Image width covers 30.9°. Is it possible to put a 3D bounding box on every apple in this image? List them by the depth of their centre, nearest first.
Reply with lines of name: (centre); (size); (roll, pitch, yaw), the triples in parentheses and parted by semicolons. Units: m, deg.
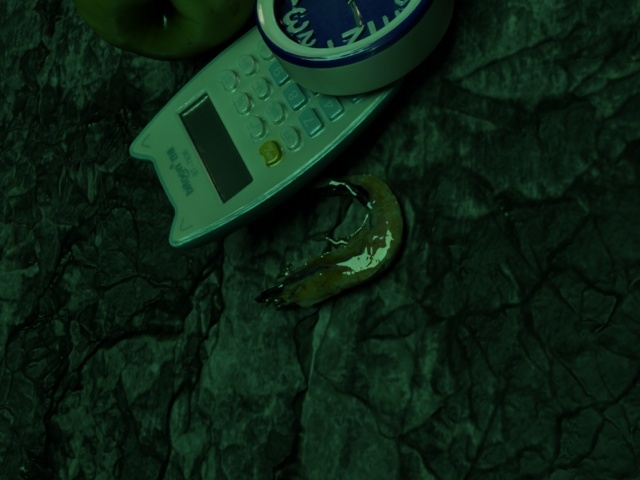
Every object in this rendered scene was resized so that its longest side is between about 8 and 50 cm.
apple: (-0.202, -0.366, 1.529); (0.262, 0.262, 0.262); (-11, 72, 36)

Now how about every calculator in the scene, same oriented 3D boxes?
calculator: (-0.058, -0.165, 1.443); (0.386, 0.054, 0.256); (-40, 51, 13)

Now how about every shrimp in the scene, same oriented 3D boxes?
shrimp: (0.000, 0.000, 1.391); (0.219, 0.046, 0.152); (-30, 62, 25)

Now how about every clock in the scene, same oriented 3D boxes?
clock: (0.040, -0.282, 1.368); (0.231, 0.083, 0.230); (-10, 58, 16)
